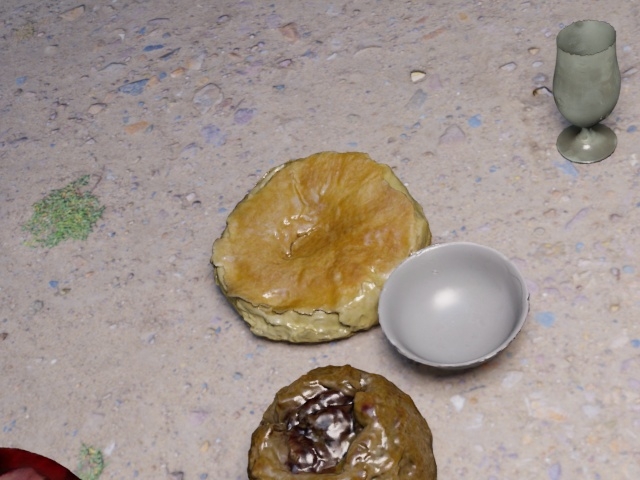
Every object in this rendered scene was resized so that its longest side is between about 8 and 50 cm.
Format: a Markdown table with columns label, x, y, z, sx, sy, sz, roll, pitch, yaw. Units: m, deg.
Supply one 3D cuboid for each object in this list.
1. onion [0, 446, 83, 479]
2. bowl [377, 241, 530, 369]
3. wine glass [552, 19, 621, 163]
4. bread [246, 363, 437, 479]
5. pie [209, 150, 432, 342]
| label | x | y | z | sx | sy | sz | roll | pitch | yaw |
| --- | --- | --- | --- | --- | --- | --- | --- | --- | --- |
| onion | -0.361 | 0.354 | 0.943 | 0.252 | 0.219 | 0.252 | 1 | 85 | -8 |
| bowl | 0.174 | 0.100 | 1.053 | 0.189 | 0.086 | 0.189 | -10 | 49 | 12 |
| wine glass | 0.375 | -0.209 | 1.168 | 0.093 | 0.202 | 0.093 | -9 | 50 | 12 |
| bread | 0.018 | 0.247 | 0.958 | 0.230 | 0.123 | 0.230 | -9 | 52 | 11 |
| pie | 0.000 | 0.000 | 1.197 | 0.340 | 0.083 | 0.339 | -8 | 48 | 9 |
